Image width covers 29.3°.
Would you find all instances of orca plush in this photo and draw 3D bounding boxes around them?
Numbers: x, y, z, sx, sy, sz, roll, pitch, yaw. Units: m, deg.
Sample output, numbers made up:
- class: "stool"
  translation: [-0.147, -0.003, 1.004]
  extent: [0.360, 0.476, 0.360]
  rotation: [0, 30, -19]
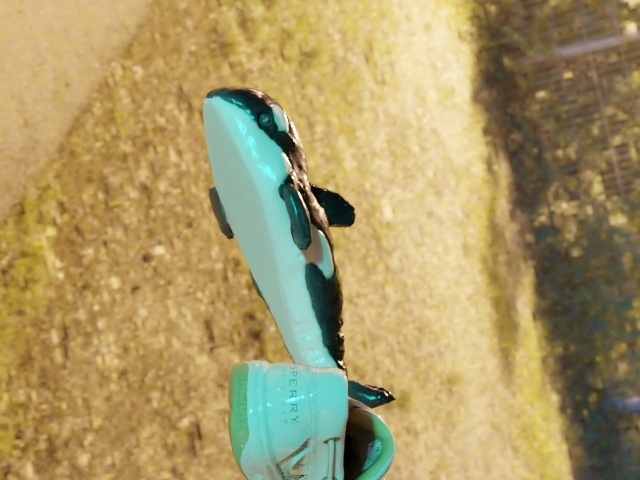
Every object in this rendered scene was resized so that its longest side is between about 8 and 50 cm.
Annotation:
- class: "orca plush"
  translation: [0.000, 0.000, 1.006]
  extent: [0.287, 0.102, 0.151]
  rotation: [63, -26, 4]

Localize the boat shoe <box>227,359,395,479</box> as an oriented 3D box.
- class: "boat shoe"
  translation: [0.008, 0.161, 0.890]
  extent: [0.277, 0.096, 0.098]
  rotation: [67, 18, -64]
